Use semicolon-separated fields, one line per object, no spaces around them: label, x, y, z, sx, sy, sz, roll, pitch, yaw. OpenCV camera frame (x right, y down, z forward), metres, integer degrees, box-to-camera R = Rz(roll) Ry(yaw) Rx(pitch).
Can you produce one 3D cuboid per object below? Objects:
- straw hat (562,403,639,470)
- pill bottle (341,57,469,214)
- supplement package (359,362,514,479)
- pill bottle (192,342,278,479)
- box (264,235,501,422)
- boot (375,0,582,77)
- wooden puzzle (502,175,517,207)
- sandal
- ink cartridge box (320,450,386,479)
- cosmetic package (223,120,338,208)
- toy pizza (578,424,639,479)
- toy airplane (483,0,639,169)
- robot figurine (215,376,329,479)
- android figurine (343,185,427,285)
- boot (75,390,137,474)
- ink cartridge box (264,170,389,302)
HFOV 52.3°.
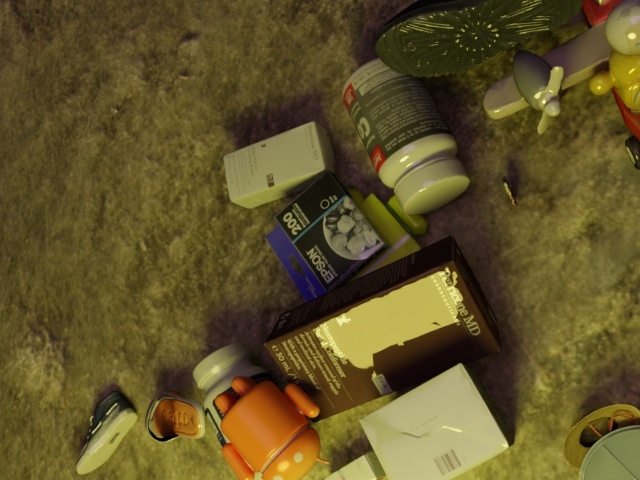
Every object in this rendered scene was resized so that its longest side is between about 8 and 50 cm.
straw hat;0.455;0.309;1.084;0.144;0.144;0.061;-43;27;11
pill bottle;0.164;-0.203;1.266;0.161;0.161;0.283;-29;69;17
supplement package;0.204;0.324;1.108;0.194;0.203;0.149;-31;68;9
pill bottle;-0.141;0.348;1.301;0.153;0.153;0.265;-40;67;13
box;0.112;0.167;1.193;0.381;0.143;0.191;-27;102;17
boot;0.300;-0.536;1.211;0.367;0.146;0.445;-9;56;32
wooden puzzle;0.350;-0.092;1.210;0.006;0.083;0.049;-25;102;20
sandal;-0.321;0.369;1.360;0.265;0.076;0.102;-23;72;55
ink cartridge box;0.061;0.447;1.224;0.122;0.088;0.052;-36;67;14
cosmetic package;-0.088;-0.161;1.417;0.231;0.085;0.117;-19;73;21
toy pizza;0.519;0.394;1.044;0.201;0.032;0.201;0;90;14
toy airplane;0.510;-0.331;1.071;0.384;0.272;0.386;25;91;27
robot figurine;-0.087;0.336;1.149;0.219;0.158;0.128;45;141;17
android figurine;0.103;0.024;1.308;0.248;0.056;0.273;-45;65;10
boot;-0.505;0.441;1.505;0.190;0.069;0.086;-49;58;0
ink cartridge box;0.000;0.000;1.309;0.208;0.045;0.206;-42;64;13
